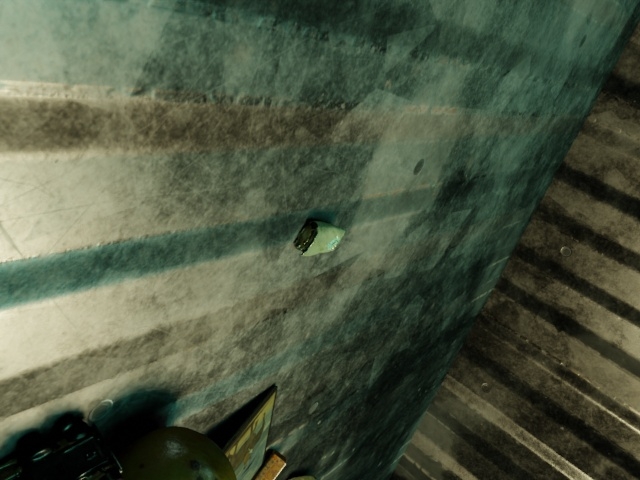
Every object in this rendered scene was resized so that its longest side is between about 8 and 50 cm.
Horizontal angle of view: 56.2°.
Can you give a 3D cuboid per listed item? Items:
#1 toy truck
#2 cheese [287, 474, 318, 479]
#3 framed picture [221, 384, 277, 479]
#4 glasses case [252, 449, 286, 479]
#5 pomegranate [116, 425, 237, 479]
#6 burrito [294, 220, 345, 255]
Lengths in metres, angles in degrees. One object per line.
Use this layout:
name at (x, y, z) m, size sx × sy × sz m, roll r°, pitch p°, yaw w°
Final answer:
toy truck at (-0.429, 0.378, 0.869) m, size 0.257 × 0.127 × 0.127 m, roll -21°, pitch 151°, yaw -47°
cheese at (-0.069, 0.846, 1.992) m, size 0.123 × 0.094 × 0.167 m, roll -53°, pitch 153°, yaw -1°
framed picture at (-0.197, 0.549, 1.482) m, size 0.265 × 0.016 × 0.347 m, roll -45°, pitch 154°, yaw -49°
glasses case at (-0.181, 0.692, 1.677) m, size 0.218 × 0.049 × 0.075 m, roll -51°, pitch 177°, yaw -9°
pomegranate at (-0.261, 0.507, 1.051) m, size 0.291 × 0.323 × 0.291 m, roll -39°, pitch 172°, yaw -7°
burrito at (0.001, -0.003, 1.220) m, size 0.118 × 0.044 × 0.074 m, roll 1°, pitch 121°, yaw -57°
